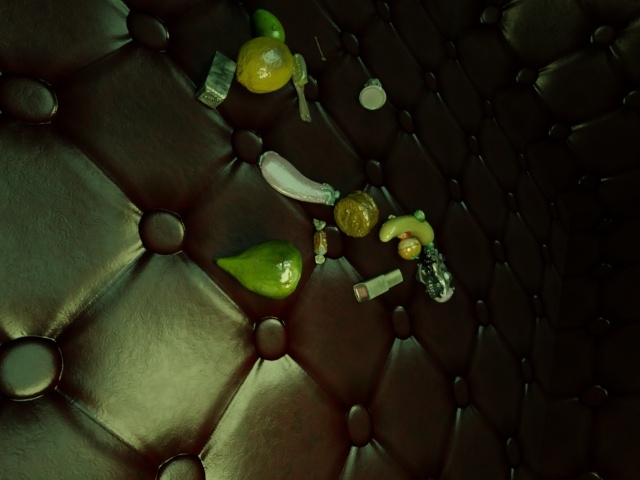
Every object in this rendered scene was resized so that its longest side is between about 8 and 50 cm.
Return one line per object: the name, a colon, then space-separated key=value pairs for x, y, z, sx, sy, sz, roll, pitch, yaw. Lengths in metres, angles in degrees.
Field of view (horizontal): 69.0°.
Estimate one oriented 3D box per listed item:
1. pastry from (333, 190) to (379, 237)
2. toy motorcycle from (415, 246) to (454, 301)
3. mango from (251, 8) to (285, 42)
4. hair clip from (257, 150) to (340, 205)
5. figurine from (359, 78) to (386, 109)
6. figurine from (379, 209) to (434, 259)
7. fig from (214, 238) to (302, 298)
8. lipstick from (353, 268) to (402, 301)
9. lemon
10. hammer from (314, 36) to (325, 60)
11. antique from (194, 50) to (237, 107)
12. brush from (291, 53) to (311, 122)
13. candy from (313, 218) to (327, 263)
pastry: x=0.142 y=-0.107 z=1.893 sx=0.103 sy=0.188 sz=0.189 roll=-37 pitch=101 yaw=-39
toy motorcycle: x=0.548 y=0.166 z=2.210 sx=0.188 sy=0.143 sz=0.327 roll=47 pitch=33 yaw=-26
mango: x=-0.214 y=-0.866 z=1.903 sx=0.119 sy=0.100 sz=0.178 roll=-26 pitch=86 yaw=-43
hair clip: x=-0.090 y=-0.222 z=1.801 sx=0.358 sy=0.110 sz=0.095 roll=25 pitch=18 yaw=-30
figurine: x=0.255 y=-0.735 z=2.291 sx=0.132 sy=0.132 sz=0.154 roll=37 pitch=39 yaw=-28
figurine: x=0.399 y=-0.016 z=2.141 sx=0.324 sy=0.124 sz=0.222 roll=-6 pitch=78 yaw=-40
fig: x=-0.204 y=0.090 z=1.509 sx=0.275 sy=0.206 sz=0.206 roll=11 pitch=66 yaw=-17
lipstick: x=0.249 y=0.182 z=1.957 sx=0.253 sy=0.077 sz=0.079 roll=-19 pitch=88 yaw=-45
lemon: x=-0.211 y=-0.663 z=1.759 sx=0.260 sy=0.204 sz=0.204 roll=-34 pitch=99 yaw=-30
hammer: x=-0.005 y=-0.894 z=2.169 sx=0.029 sy=0.014 sz=0.123 roll=-14 pitch=82 yaw=-54
antique: x=-0.373 y=-0.564 z=1.649 sx=0.086 sy=0.088 sz=0.183 roll=28 pitch=57 yaw=-32
brush: x=-0.077 y=-0.655 z=1.978 sx=0.072 sy=0.067 sz=0.313 roll=-2 pitch=78 yaw=-44
candy: x=0.000 y=0.000 z=1.815 sx=0.053 sy=0.046 sz=0.182 roll=7 pitch=72 yaw=-39
